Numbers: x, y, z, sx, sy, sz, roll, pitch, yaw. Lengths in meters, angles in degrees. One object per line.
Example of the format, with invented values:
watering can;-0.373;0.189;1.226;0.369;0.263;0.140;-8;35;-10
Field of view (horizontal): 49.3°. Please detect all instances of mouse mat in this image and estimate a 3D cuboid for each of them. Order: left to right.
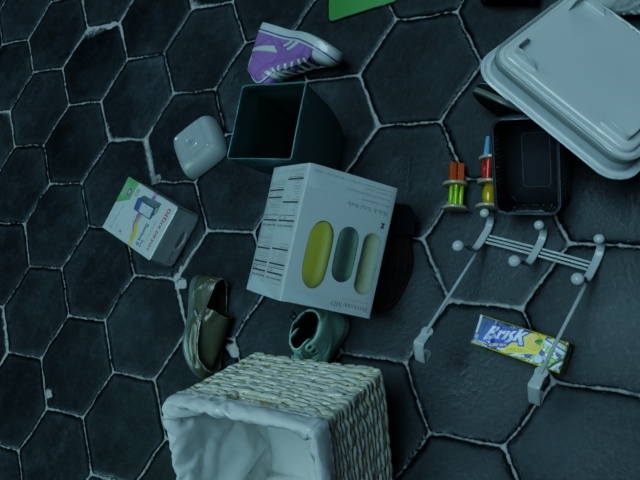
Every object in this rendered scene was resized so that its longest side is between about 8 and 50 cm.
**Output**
mouse mat;0.100;-0.613;1.671;0.190;0.007;0.152;-7;73;28

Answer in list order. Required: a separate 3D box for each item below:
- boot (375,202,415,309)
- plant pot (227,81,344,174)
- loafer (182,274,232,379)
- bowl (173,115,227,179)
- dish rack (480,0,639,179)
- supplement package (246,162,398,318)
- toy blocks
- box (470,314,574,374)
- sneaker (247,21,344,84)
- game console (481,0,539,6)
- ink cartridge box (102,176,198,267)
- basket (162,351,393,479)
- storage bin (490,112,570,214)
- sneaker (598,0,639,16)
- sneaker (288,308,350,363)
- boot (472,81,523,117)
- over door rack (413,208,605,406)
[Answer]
boot;0.133;0.028;1.452;0.106;0.082;0.219;16;96;59
plant pot;-0.052;-0.218;1.517;0.166;0.234;0.165;5;80;33
loafer;-0.257;0.193;1.611;0.087;0.094;0.251;-15;69;31
bowl;-0.318;-0.246;1.794;0.142;0.053;0.142;-33;61;19
dish rack;0.481;-0.289;1.204;0.285;0.072;0.333;-39;72;-20
supplement package;0.000;0.000;1.396;0.198;0.199;0.262;6;83;66
toy blocks;0.305;-0.133;1.387;0.123;0.054;0.148;0;77;30
box;0.364;0.188;1.262;0.169;0.054;0.059;17;85;33
sneaker;-0.068;-0.416;1.670;0.282;0.102;0.161;28;95;44
game console;0.502;-0.571;1.389;0.361;0.044;0.213;14;92;29
ink cartridge box;-0.436;-0.048;1.787;0.212;0.093;0.154;30;92;32
basket;-0.063;0.399;1.269;0.328;0.266;0.331;2;107;31
storage bin;0.387;-0.143;1.280;0.122;0.084;0.180;2;105;32
sneaker;0.601;-0.452;1.282;0.235;0.090;0.095;-20;101;37
sneaker;-0.045;0.252;1.433;0.094;0.151;0.256;25;91;33
boot;0.433;-0.309;1.342;0.236;0.085;0.178;25;88;27
over door rack;0.332;0.095;1.228;0.239;0.108;0.324;17;66;34
